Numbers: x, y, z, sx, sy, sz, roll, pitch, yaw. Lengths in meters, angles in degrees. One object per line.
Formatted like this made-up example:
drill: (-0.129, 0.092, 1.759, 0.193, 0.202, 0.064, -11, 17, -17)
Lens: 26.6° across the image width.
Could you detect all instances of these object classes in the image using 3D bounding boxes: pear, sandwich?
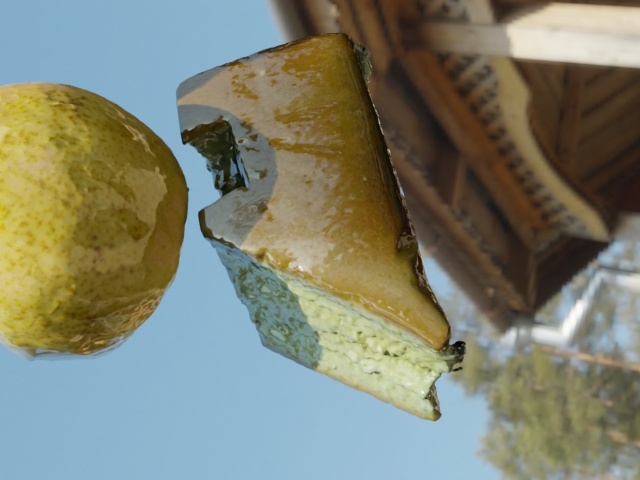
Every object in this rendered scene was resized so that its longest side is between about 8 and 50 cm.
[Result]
pear: (-0.168, -0.011, 0.800, 0.178, 0.178, 0.178, -22, -63, -53)
sandwich: (0.000, 0.000, 0.825, 0.122, 0.128, 0.236, 70, -177, -49)
